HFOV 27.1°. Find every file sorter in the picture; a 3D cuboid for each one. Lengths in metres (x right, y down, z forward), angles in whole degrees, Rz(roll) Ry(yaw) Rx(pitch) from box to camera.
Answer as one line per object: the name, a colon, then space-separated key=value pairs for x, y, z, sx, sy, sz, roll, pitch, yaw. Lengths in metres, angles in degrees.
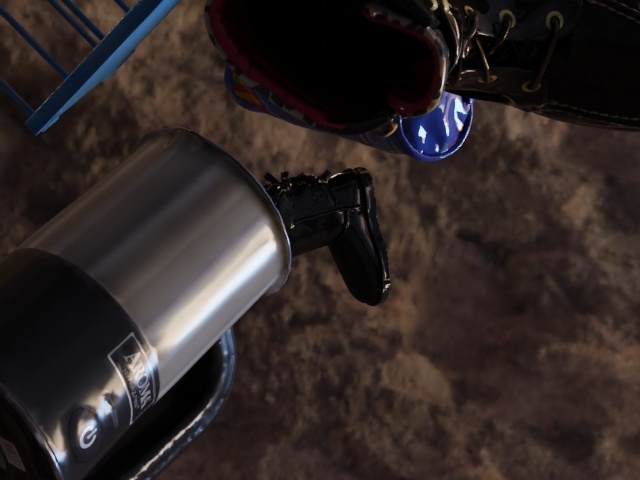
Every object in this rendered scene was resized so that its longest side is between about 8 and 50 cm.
file sorter: x=-0.141 y=-0.173 z=0.833 sx=0.104 sy=0.170 sz=0.118 roll=46 pitch=-147 yaw=-9

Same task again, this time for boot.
boot: x=0.114 y=-0.153 z=1.031 sx=0.377 sy=0.138 sz=0.284 roll=25 pitch=-154 yaw=12
boot: x=0.000 y=0.000 z=1.041 sx=0.099 sy=0.121 sz=0.045 roll=-13 pitch=-173 yaw=-35

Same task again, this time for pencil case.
pencil case: x=0.028 y=-0.170 z=1.389 sx=0.133 sy=0.119 sz=0.306 roll=-31 pitch=-147 yaw=-29

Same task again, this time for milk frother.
milk frother: x=-0.109 y=0.027 z=0.519 sx=0.143 sy=0.129 sz=0.135 roll=32 pitch=-128 yaw=18
